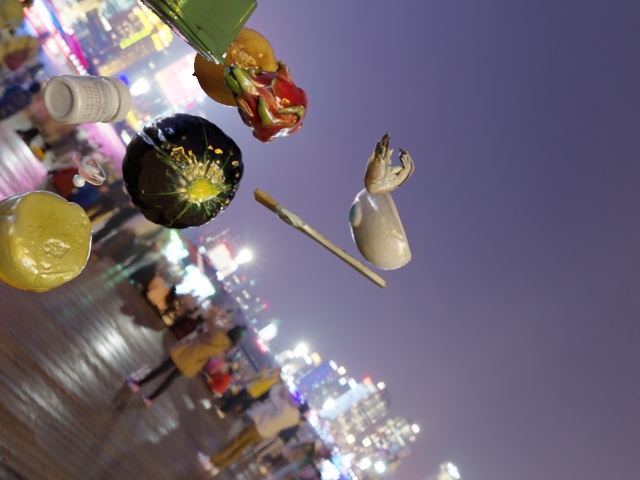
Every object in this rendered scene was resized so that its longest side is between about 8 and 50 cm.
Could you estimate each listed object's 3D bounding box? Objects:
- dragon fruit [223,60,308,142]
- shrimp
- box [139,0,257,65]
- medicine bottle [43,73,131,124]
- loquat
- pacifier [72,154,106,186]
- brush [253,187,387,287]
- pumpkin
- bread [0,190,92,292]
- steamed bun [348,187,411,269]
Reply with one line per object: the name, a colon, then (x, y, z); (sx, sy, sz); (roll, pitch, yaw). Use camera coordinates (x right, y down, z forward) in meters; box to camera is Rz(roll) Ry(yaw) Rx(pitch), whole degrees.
dragon fruit: (-0.148, -0.375, 1.906); (0.269, 0.198, 0.200); (37, 6, -26)
shrimp: (0.163, -0.178, 1.702); (0.223, 0.126, 0.047); (92, -19, -61)
box: (-0.271, -0.514, 1.448); (0.253, 0.178, 0.329); (43, 4, 9)
medicine bottle: (-0.492, -0.299, 1.550); (0.105, 0.105, 0.168); (56, 25, 6)
loquat: (-0.234, -0.485, 2.039); (0.238, 0.238, 0.193); (60, 17, -20)
pacifier: (-0.563, -0.158, 1.760); (0.081, 0.078, 0.099); (21, 31, -54)
brush: (0.000, 0.000, 1.526); (0.337, 0.020, 0.085); (35, -10, 1)
pumpkin: (-0.356, -0.182, 1.810); (0.295, 0.296, 0.296); (55, -8, 12)
bread: (-0.734, -0.002, 1.916); (0.148, 0.270, 0.269); (-15, -67, 41)
steamed bun: (0.147, -0.029, 1.917); (0.177, 0.131, 0.228); (53, 16, -79)
